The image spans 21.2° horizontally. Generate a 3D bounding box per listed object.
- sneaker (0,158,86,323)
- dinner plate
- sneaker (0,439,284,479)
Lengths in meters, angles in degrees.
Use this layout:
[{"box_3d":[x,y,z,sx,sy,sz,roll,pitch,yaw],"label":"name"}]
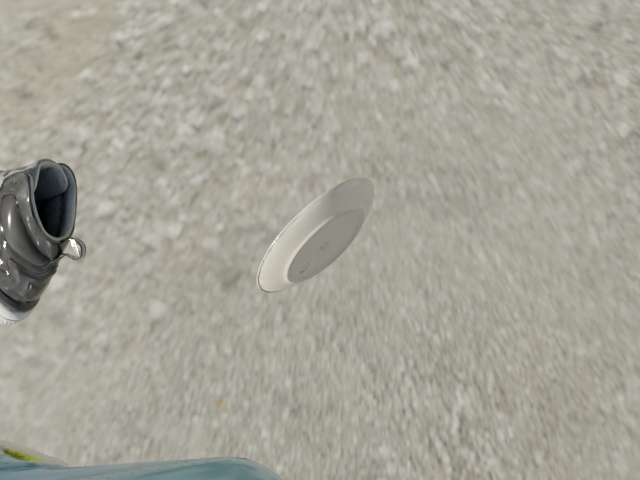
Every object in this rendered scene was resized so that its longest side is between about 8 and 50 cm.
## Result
[{"box_3d":[-0.339,-0.059,1.730,0.153,0.101,0.268,-37,84,27],"label":"sneaker"},{"box_3d":[0.000,0.000,1.551,0.141,0.141,0.017,-46,69,9],"label":"dinner plate"},{"box_3d":[-0.155,0.063,0.592,0.319,0.127,0.208,-11,59,14],"label":"sneaker"}]
